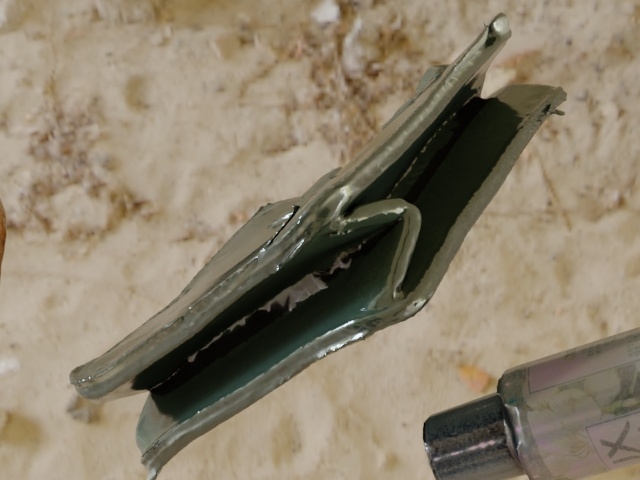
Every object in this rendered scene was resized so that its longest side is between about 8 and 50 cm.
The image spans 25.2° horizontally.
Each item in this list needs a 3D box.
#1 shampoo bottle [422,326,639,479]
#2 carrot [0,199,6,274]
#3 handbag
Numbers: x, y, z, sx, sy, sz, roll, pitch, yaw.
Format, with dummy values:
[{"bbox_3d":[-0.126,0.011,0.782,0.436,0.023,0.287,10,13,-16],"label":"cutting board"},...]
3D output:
[{"bbox_3d":[0.156,0.079,0.713,0.214,0.072,0.072,-20,52,21],"label":"shampoo bottle"},{"bbox_3d":[-0.131,0.045,0.496,0.036,0.035,0.165,-3,56,0],"label":"carrot"},{"bbox_3d":[0.001,0.002,0.820,0.079,0.247,0.260,49,42,-6],"label":"handbag"}]
